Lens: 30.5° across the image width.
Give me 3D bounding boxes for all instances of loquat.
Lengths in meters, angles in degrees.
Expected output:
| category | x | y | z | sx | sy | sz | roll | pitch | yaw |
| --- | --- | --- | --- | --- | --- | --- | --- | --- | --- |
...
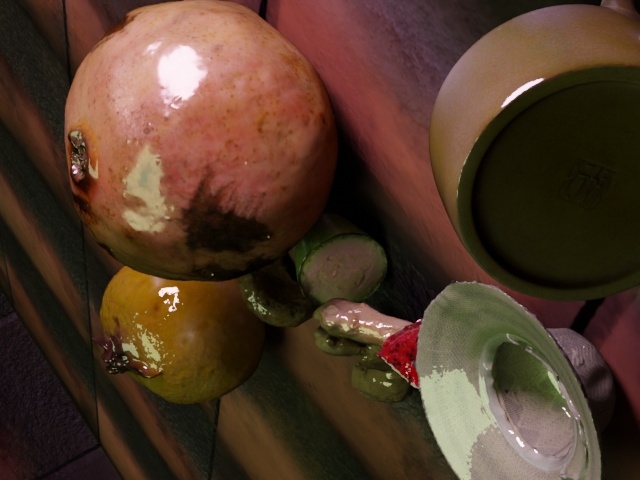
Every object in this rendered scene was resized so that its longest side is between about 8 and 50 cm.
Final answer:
| category | x | y | z | sx | sy | sz | roll | pitch | yaw |
| --- | --- | --- | --- | --- | --- | --- | --- | --- | --- |
| loquat | -0.201 | 0.121 | 1.672 | 0.244 | 0.244 | 0.244 | 45 | 151 | 34 |

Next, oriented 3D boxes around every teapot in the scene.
| category | x | y | z | sx | sy | sz | roll | pitch | yaw |
| --- | --- | --- | --- | --- | --- | --- | --- | --- | --- |
| teapot | 0.170 | -0.088 | 0.811 | 0.267 | 0.186 | 0.175 | -62 | 22 | 28 |

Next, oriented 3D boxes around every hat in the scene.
| category | x | y | z | sx | sy | sz | roll | pitch | yaw |
| --- | --- | --- | --- | --- | --- | --- | --- | --- | --- |
| hat | 0.199 | 0.137 | 1.044 | 0.252 | 0.110 | 0.252 | 41 | 140 | 46 |

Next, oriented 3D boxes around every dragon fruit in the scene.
| category | x | y | z | sx | sy | sz | roll | pitch | yaw |
| --- | --- | --- | --- | --- | --- | --- | --- | --- | --- |
| dragon fruit | 0.153 | 0.123 | 1.166 | 0.162 | 0.106 | 0.083 | 40 | -166 | 21 |

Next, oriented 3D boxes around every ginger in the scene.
| category | x | y | z | sx | sy | sz | roll | pitch | yaw |
| --- | --- | --- | --- | --- | --- | --- | --- | --- | --- |
| ginger | 0.055 | 0.122 | 1.330 | 0.149 | 0.065 | 0.258 | 24 | 160 | 0 |

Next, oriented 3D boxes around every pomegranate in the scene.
| category | x | y | z | sx | sy | sz | roll | pitch | yaw |
| --- | --- | --- | --- | --- | --- | --- | --- | --- | --- |
| pomegranate | -0.131 | -0.104 | 1.255 | 0.322 | 0.322 | 0.322 | 45 | 151 | 34 |

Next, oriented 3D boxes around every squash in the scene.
| category | x | y | z | sx | sy | sz | roll | pitch | yaw |
| --- | --- | --- | --- | --- | --- | --- | --- | --- | --- |
| squash | 0.005 | 0.001 | 1.334 | 0.132 | 0.105 | 0.105 | -120 | 17 | -51 |

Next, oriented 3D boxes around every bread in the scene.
| category | x | y | z | sx | sy | sz | roll | pitch | yaw |
| --- | --- | --- | --- | --- | --- | --- | --- | --- | --- |
| bread | -0.061 | 0.068 | 1.528 | 0.113 | 0.082 | 0.060 | 57 | 158 | 19 |
